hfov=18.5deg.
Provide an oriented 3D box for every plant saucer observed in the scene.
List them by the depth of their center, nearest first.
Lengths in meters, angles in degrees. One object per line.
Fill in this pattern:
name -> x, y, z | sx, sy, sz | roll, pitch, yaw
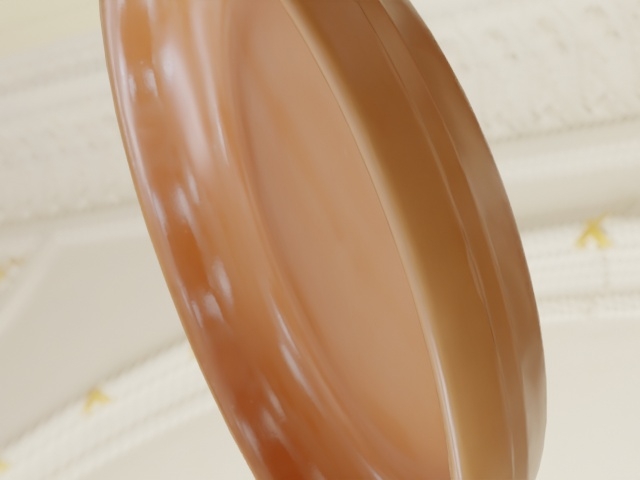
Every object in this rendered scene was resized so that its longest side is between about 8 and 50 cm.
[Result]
plant saucer -> 0.000, 0.000, 0.485 | 0.037, 0.200, 0.200 | -20, -154, -18
